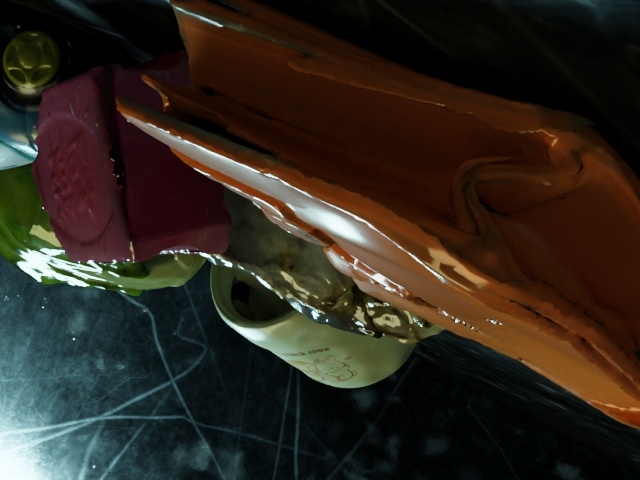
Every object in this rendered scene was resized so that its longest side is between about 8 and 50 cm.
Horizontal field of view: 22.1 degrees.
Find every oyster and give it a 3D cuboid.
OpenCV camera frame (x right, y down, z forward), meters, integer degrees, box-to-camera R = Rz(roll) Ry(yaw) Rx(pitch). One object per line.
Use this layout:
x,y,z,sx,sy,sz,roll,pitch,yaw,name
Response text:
0.002,0.002,1.502,0.337,0.133,0.198,23,168,-19,oyster

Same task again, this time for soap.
-0.160,-0.058,1.346,0.099,0.162,0.250,-15,-176,-22,soap

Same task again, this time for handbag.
0.082,-0.009,1.069,0.303,0.116,0.410,23,173,30,handbag

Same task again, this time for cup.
0.037,0.038,1.757,0.202,0.255,0.173,34,-147,-47,cup

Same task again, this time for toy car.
-0.311,-0.132,1.524,0.314,0.166,0.198,24,178,14,toy car

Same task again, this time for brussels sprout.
-0.231,-0.043,1.740,0.271,0.210,0.219,28,155,-12,brussels sprout
